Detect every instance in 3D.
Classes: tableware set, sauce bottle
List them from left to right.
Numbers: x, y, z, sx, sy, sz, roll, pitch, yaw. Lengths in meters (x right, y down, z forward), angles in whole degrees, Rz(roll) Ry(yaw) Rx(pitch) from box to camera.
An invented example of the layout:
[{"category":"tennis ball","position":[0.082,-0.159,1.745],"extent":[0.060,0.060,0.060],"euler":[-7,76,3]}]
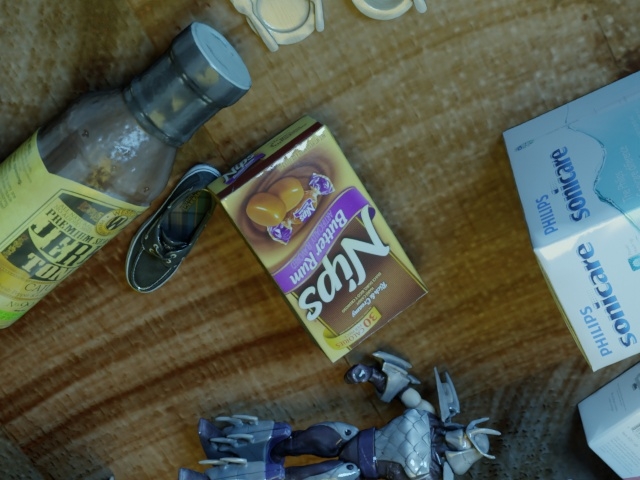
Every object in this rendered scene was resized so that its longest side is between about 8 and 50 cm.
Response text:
[{"category":"sauce bottle","position":[-0.204,-0.047,1.065],"extent":[0.344,0.111,0.111],"euler":[-39,112,21]},{"category":"tableware set","position":[0.002,-0.229,1.014],"extent":[0.169,0.020,0.141],"euler":[-16,118,9]}]

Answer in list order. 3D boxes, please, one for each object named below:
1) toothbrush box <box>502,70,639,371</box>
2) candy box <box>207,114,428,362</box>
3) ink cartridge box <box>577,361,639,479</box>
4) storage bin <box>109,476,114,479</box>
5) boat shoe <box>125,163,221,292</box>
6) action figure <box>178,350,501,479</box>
[{"category":"toothbrush box","position":[0.307,-0.054,0.996],"extent":[0.295,0.216,0.126],"euler":[-24,116,12]},{"category":"candy box","position":[0.000,0.000,1.103],"extent":[0.109,0.053,0.186],"euler":[-37,116,-6]},{"category":"ink cartridge box","position":[0.355,0.151,1.193],"extent":[0.198,0.067,0.115],"euler":[-38,112,21]},{"category":"storage bin","position":[-0.334,0.318,1.190],"extent":[0.262,0.260,0.123],"euler":[-3,101,2]},{"category":"boat shoe","position":[-0.132,-0.005,1.127],"extent":[0.049,0.040,0.142],"euler":[28,115,-14]},{"category":"action figure","position":[0.023,0.196,1.169],"extent":[0.285,0.185,0.099],"euler":[-9,132,14]}]
